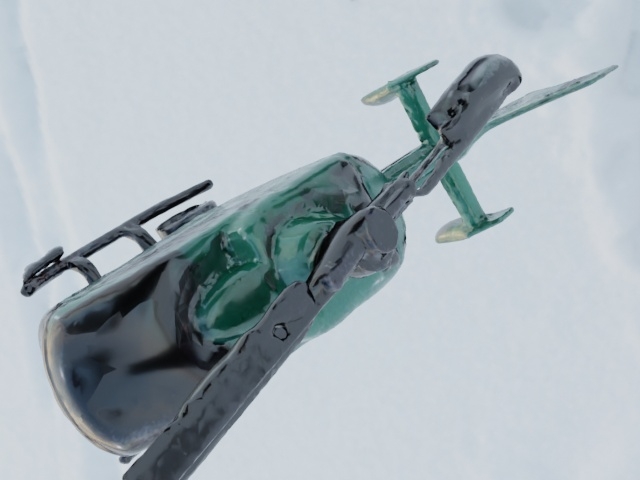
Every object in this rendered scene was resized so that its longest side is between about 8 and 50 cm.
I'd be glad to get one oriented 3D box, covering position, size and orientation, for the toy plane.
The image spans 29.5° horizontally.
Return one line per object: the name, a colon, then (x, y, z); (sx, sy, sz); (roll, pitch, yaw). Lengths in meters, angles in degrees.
toy plane: (0.000, 0.000, 0.574); (0.155, 0.382, 0.106); (-19, 100, 46)
